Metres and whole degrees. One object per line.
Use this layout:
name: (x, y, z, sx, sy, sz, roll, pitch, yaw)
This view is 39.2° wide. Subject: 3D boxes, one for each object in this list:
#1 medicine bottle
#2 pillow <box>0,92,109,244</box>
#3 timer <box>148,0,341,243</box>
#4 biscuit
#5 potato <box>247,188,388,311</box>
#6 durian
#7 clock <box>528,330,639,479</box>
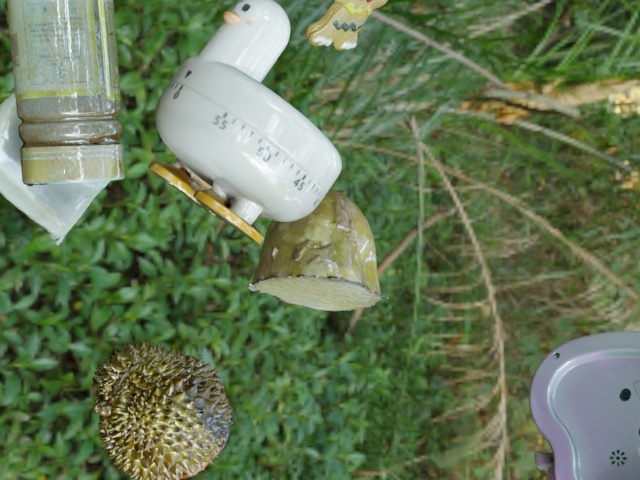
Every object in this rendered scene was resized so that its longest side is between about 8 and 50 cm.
medicine bottle: (-0.374, -0.247, 1.323, 0.151, 0.151, 0.323, -28, 117, -72)
pillow: (-0.462, -0.116, 1.476, 0.144, 0.078, 0.254, -53, 137, -16)
timer: (-0.075, -0.140, 1.071, 0.240, 0.233, 0.233, -55, 157, -4)
biscuit: (0.073, -0.461, 1.736, 0.158, 0.240, 0.035, -11, 59, -45)
potato: (0.000, 0.000, 1.849, 0.300, 0.288, 0.237, 25, 65, -50)
durian: (-0.381, 0.413, 2.163, 0.384, 0.347, 0.348, 13, 74, -52)
clock: (0.492, 0.308, 1.459, 0.102, 0.338, 0.339, 42, 46, -48)
